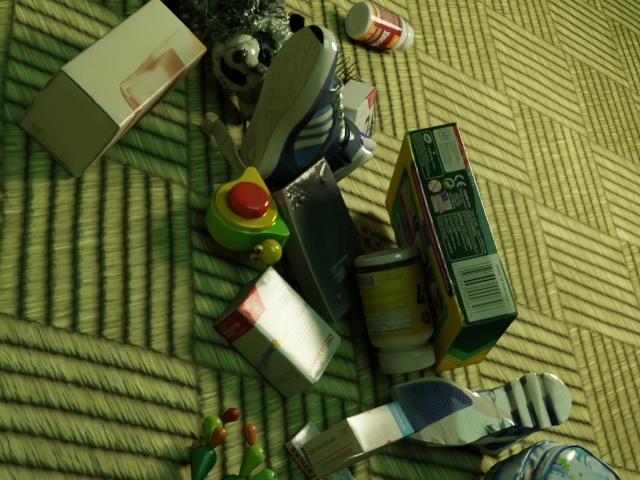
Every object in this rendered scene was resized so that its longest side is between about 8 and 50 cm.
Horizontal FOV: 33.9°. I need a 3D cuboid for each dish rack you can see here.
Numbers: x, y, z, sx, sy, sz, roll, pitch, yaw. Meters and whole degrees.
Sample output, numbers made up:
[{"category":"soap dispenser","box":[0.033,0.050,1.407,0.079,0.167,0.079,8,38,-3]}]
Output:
[{"category":"dish rack","box":[0.018,-0.321,2.141,0.272,0.074,0.208,28,45,-29]}]

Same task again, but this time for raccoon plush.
[{"category":"raccoon plush","box":[-0.090,-0.422,2.020,0.299,0.216,0.446,57,38,-7]}]

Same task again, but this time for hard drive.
[{"category":"hard drive","box":[0.000,0.000,1.833,0.172,0.054,0.254,-43,117,-51]}]

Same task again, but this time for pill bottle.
[{"category":"pill bottle","box":[0.136,-0.478,2.369,0.152,0.086,0.086,12,54,-39]},{"category":"pill bottle","box":[0.134,0.121,1.844,0.119,0.119,0.208,-17,97,-50]}]

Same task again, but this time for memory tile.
[{"category":"memory tile","box":[0.109,0.042,2.004,0.148,0.012,0.113,45,39,-11]}]

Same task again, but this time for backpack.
[{"category":"backpack","box":[0.379,0.510,1.762,0.290,0.273,0.355,37,28,-10]}]

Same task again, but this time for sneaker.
[{"category":"sneaker","box":[0.015,-0.227,1.872,0.236,0.322,0.130,4,40,-35]},{"category":"sneaker","box":[0.271,0.327,1.866,0.316,0.182,0.127,-2,61,-12]}]

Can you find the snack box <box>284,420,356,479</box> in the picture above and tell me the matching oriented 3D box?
[{"category":"snack box","box":[0.017,0.373,1.651,0.178,0.022,0.064,53,36,0]}]

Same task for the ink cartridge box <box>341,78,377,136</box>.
[{"category":"ink cartridge box","box":[0.053,-0.218,2.028,0.063,0.150,0.109,19,38,14]}]

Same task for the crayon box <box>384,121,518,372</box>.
[{"category":"crayon box","box":[0.224,0.022,1.887,0.106,0.313,0.362,-12,70,-7]}]

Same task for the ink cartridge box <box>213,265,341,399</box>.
[{"category":"ink cartridge box","box":[-0.067,0.150,1.695,0.175,0.072,0.127,46,38,-8]}]

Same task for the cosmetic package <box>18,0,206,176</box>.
[{"category":"cosmetic package","box":[-0.325,-0.250,1.679,0.129,0.153,0.296,45,40,-9]}]

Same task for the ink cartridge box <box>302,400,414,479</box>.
[{"category":"ink cartridge box","box":[0.049,0.312,1.627,0.181,0.104,0.061,-7,65,-54]}]

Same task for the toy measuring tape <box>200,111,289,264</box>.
[{"category":"toy measuring tape","box":[-0.161,-0.088,1.766,0.121,0.121,0.330,1,48,-45]}]

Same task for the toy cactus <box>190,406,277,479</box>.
[{"category":"toy cactus","box":[-0.149,0.349,1.462,0.181,0.112,0.219,-10,70,-28]}]
